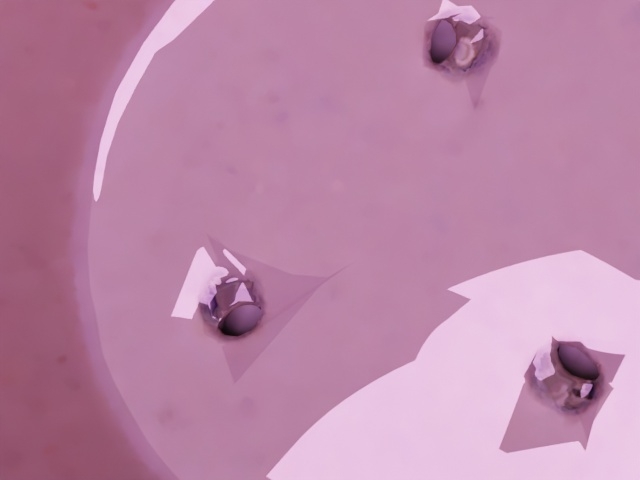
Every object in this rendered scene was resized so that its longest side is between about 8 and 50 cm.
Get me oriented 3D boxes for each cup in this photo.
[{"bbox_3d":[0.000,0.000,0.332,0.331,0.237,0.331,0,88,12],"label":"cup"}]
